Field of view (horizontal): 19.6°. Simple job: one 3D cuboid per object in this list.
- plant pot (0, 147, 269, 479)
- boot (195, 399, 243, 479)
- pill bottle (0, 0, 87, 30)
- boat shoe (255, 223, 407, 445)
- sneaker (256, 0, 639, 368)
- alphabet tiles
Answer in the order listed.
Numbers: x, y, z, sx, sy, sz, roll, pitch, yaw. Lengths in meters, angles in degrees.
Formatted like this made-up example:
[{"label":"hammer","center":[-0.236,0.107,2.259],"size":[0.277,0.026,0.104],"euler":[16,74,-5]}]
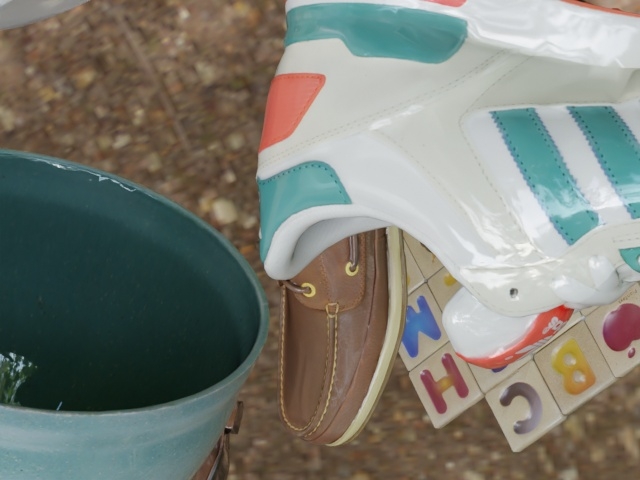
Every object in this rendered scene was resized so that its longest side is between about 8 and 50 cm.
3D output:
[{"label":"plant pot","center":[-0.197,0.096,1.134],"size":[0.293,0.293,0.196],"euler":[-1,123,-31]},{"label":"boot","center":[-0.133,0.173,1.589],"size":[0.114,0.037,0.106],"euler":[10,62,14]},{"label":"pill bottle","center":[-0.198,-0.241,1.084],"size":[0.124,0.124,0.221],"euler":[-21,88,-32]},{"label":"boat shoe","center":[0.000,0.000,0.776],"size":[0.060,0.064,0.178],"euler":[1,105,-33]},{"label":"sneaker","center":[0.060,-0.007,0.358],"size":[0.057,0.161,0.075],"euler":[25,78,-69]},{"label":"alphabet tiles","center":[0.149,-0.013,1.553],"size":[0.011,0.285,0.342],"euler":[8,49,-52]}]
